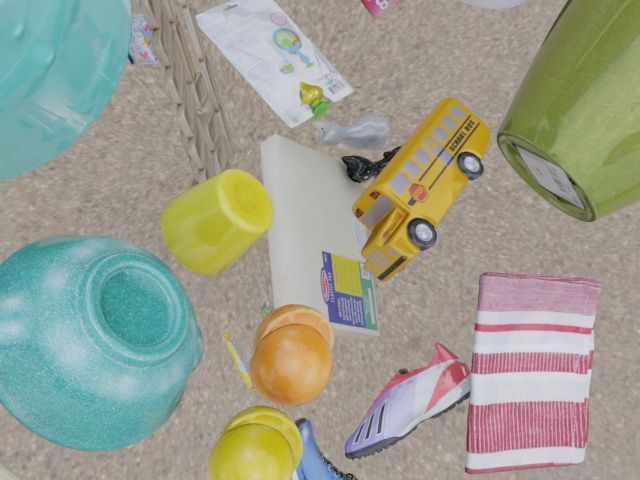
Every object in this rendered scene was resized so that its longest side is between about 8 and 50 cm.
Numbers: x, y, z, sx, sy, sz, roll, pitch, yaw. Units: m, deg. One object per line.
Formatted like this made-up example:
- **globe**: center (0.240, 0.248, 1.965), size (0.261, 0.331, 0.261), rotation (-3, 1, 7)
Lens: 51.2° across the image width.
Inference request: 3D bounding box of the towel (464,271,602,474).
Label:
- **towel**: center (0.354, 0.220, 1.107), size (0.237, 0.037, 0.328), rotation (3, 92, -21)

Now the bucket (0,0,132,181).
- **bucket**: center (-0.255, -0.163, 0.389), size (0.282, 0.183, 0.280), rotation (0, 83, 1)

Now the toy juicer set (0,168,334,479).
- **toy juicer set**: center (-0.111, 0.086, 0.392), size (0.090, 0.329, 0.209), rotation (-32, 89, 35)

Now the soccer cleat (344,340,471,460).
- **soccer cleat**: center (0.156, 0.318, 1.303), size (0.318, 0.109, 0.116), rotation (-40, 75, 24)

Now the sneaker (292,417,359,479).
- **sneaker**: center (0.026, 0.538, 1.476), size (0.147, 0.130, 0.329), rotation (-22, 96, 2)

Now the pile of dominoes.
- **pile of dominoes**: center (-0.141, -0.152, 0.669), size (0.040, 0.196, 0.251), rotation (-12, 117, 5)

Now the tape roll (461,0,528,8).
- **tape roll**: center (0.323, -0.568, 1.195), size (0.246, 0.169, 0.245), rotation (-2, 71, 6)

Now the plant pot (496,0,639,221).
- **plant pot**: center (0.336, -0.169, 0.694), size (0.293, 0.275, 0.275), rotation (-45, 100, 0)

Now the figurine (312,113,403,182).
- **figurine**: center (0.101, -0.215, 1.574), size (0.210, 0.214, 0.092), rotation (-9, 140, -41)

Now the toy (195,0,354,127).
- **toy**: center (-0.076, -0.278, 1.045), size (0.137, 0.056, 0.237), rotation (-36, 77, -27)

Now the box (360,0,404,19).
- **box**: center (0.102, -0.304, 0.491), size (0.257, 0.128, 0.122), rotation (-33, 133, 12)

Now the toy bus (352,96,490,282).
- **toy bus**: center (0.163, -0.089, 1.099), size (0.130, 0.108, 0.332), rotation (41, 57, -1)

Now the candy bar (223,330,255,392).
- **candy bar**: center (-0.197, 0.297, 1.633), size (0.018, 0.040, 0.161), rotation (-26, 91, 18)

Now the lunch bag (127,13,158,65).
- **lunch bag**: center (-0.303, -0.324, 1.086), size (0.053, 0.083, 0.071), rotation (-61, 144, -32)

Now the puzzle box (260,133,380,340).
- **puzzle box**: center (0.000, 0.000, 1.409), size (0.272, 0.052, 0.408), rotation (17, 59, -45)
